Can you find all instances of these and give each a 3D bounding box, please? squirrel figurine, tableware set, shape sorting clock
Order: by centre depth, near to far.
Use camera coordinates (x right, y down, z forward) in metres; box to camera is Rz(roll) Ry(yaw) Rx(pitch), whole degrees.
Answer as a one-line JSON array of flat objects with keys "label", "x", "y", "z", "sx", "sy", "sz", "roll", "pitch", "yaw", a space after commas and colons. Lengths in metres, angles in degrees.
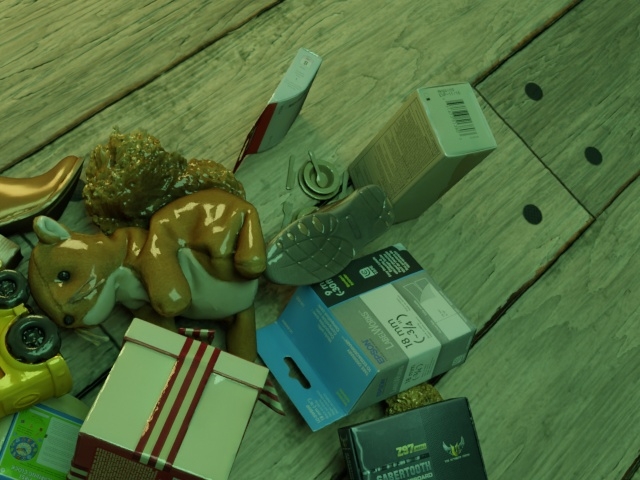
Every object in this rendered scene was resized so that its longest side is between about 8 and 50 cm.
[{"label": "shape sorting clock", "x": -0.431, "y": 0.337, "z": 1.517, "sx": 0.206, "sy": 0.040, "sz": 0.206, "roll": 19, "pitch": 55, "yaw": -29}, {"label": "squirrel figurine", "x": -0.302, "y": 0.008, "z": 1.635, "sx": 0.370, "sy": 0.281, "sz": 0.397, "roll": -4, "pitch": 54, "yaw": -12}, {"label": "tableware set", "x": -0.004, "y": -0.078, "z": 1.880, "sx": 0.128, "sy": 0.039, "sz": 0.194, "roll": 14, "pitch": 63, "yaw": -15}]

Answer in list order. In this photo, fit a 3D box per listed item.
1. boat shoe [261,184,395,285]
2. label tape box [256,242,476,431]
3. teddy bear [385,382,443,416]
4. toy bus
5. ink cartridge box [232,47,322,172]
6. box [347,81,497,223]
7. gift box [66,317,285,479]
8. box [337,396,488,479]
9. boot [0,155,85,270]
[{"label": "boat shoe", "x": 0.000, "y": 0.000, "z": 1.752, "sx": 0.324, "sy": 0.116, "sz": 0.123, "roll": -26, "pitch": 97, "yaw": -41}, {"label": "label tape box", "x": 0.072, "y": 0.162, "z": 1.720, "sx": 0.334, "sy": 0.106, "sz": 0.240, "roll": -20, "pitch": 52, "yaw": -28}, {"label": "teddy bear", "x": 0.159, "y": 0.403, "z": 1.690, "sx": 0.245, "sy": 0.113, "sz": 0.338, "roll": 38, "pitch": 60, "yaw": -4}, {"label": "toy bus", "x": -0.513, "y": 0.171, "z": 1.471, "sx": 0.211, "sy": 0.149, "sz": 0.220, "roll": -28, "pitch": 70, "yaw": -23}, {"label": "ink cartridge box", "x": -0.085, "y": -0.225, "z": 1.828, "sx": 0.066, "sy": 0.189, "sz": 0.232, "roll": 25, "pitch": 60, "yaw": -4}, {"label": "box", "x": 0.183, "y": -0.155, "z": 1.829, "sx": 0.121, "sy": 0.311, "sz": 0.148, "roll": -13, "pitch": 74, "yaw": -29}, {"label": "gift box", "x": -0.216, "y": 0.302, "z": 1.480, "sx": 0.276, "sy": 0.255, "sz": 0.258, "roll": 24, "pitch": 43, "yaw": -6}, {"label": "box", "x": 0.159, "y": 0.376, "z": 1.617, "sx": 0.233, "sy": 0.059, "sz": 0.183, "roll": -9, "pitch": 81, "yaw": -23}, {"label": "boot", "x": -0.557, "y": -0.086, "z": 1.642, "sx": 0.220, "sy": 0.109, "sz": 0.283, "roll": 34, "pitch": 67, "yaw": 0}]
